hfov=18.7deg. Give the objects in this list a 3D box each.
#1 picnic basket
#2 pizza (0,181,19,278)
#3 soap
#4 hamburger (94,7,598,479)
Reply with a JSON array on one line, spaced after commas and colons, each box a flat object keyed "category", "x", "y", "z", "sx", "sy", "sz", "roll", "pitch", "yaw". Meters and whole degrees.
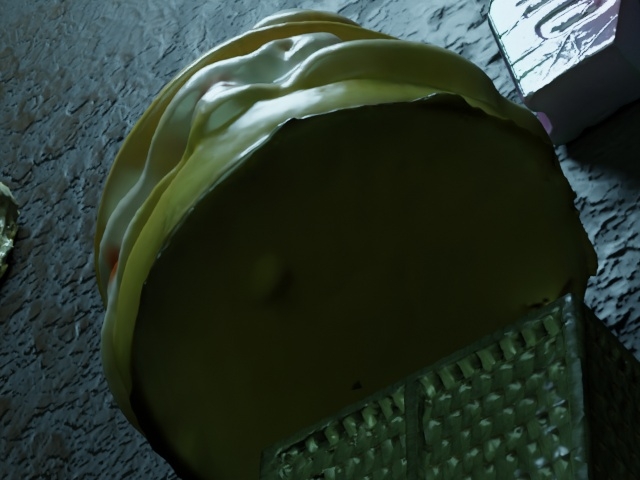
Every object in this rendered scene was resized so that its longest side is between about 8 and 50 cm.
[{"category": "picnic basket", "x": 0.089, "y": 0.150, "z": 0.945, "sx": 0.196, "sy": 0.154, "sz": 0.134, "roll": -29, "pitch": 36, "yaw": 25}, {"category": "pizza", "x": -0.337, "y": 0.078, "z": 1.464, "sx": 0.289, "sy": 0.081, "sz": 0.229, "roll": -40, "pitch": 38, "yaw": 3}, {"category": "soap", "x": 0.162, "y": -0.142, "z": 1.234, "sx": 0.100, "sy": 0.056, "sz": 0.149, "roll": -30, "pitch": 40, "yaw": 14}, {"category": "hamburger", "x": 0.000, "y": 0.000, "z": 1.099, "sx": 0.276, "sy": 0.276, "sz": 0.237, "roll": -41, "pitch": 27, "yaw": 4}]
